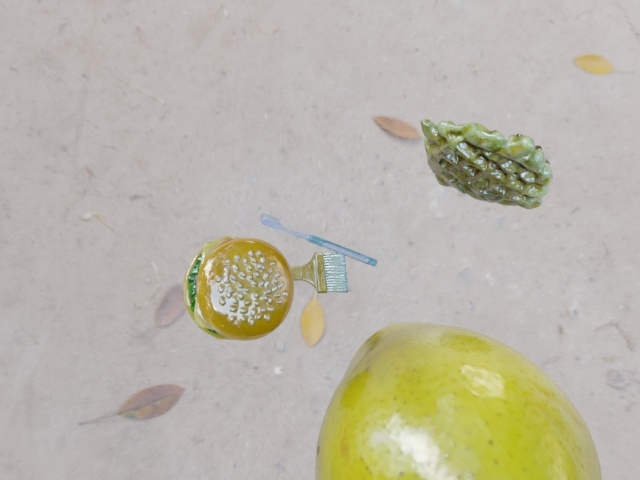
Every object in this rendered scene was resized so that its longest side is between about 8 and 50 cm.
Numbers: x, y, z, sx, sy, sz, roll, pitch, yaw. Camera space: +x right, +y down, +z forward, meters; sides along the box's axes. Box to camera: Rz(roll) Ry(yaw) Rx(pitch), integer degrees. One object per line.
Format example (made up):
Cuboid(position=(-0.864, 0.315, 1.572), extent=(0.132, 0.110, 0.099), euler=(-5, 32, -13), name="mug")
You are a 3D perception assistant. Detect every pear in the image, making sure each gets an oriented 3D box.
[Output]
Cuboid(position=(0.168, 0.296, 0.919), extent=(0.362, 0.418, 0.362), euler=(-10, 121, -18), name="pear")

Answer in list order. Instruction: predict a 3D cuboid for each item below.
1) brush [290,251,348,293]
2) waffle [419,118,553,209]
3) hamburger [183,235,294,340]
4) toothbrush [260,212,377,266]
Cuboid(position=(-0.054, 0.065, 1.401), extent=(0.218, 0.010, 0.082), euler=(-3, 95, 15), name="brush")
Cuboid(position=(0.263, -0.113, 1.136), extent=(0.204, 0.223, 0.054), euler=(13, 71, 23), name="waffle")
Cuboid(position=(-0.116, 0.067, 1.029), extent=(0.162, 0.115, 0.162), euler=(2, 85, -28), name="hamburger")
Cuboid(position=(0.000, 0.000, 0.867), extent=(0.167, 0.011, 0.014), euler=(21, 34, -25), name="toothbrush")
